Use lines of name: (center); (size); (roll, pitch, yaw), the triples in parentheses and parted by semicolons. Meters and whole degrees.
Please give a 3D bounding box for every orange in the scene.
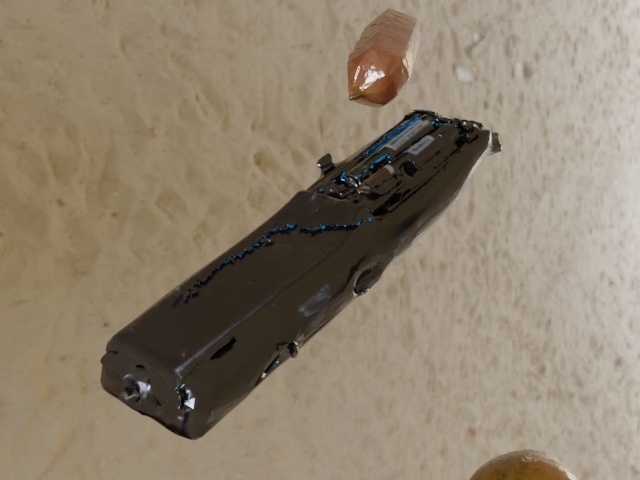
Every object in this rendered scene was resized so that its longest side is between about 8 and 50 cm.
orange: (0.267, 0.406, 1.134); (0.240, 0.171, 0.240); (-48, 149, -42)

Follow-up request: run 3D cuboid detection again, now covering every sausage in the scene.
sausage: (0.062, -0.177, 0.798); (0.169, 0.065, 0.065); (-69, 146, -59)

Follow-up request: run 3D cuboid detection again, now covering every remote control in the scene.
remote control: (0.000, 0.000, 0.675); (0.399, 0.144, 0.062); (-40, 128, -32)
